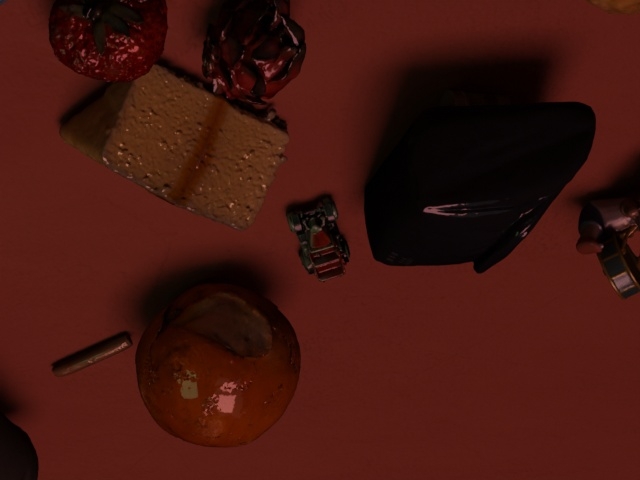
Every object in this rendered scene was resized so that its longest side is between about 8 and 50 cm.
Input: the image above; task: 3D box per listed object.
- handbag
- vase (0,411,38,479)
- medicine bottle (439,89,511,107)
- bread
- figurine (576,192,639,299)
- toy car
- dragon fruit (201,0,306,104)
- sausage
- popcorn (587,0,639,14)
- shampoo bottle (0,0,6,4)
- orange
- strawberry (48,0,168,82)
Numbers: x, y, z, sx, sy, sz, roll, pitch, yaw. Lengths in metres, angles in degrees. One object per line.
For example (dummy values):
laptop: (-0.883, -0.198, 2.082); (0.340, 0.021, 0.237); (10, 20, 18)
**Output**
handbag: (0.215, -0.054, 1.852); (0.275, 0.178, 0.302); (-2, 165, -11)
vase: (-0.537, 0.305, 2.071); (0.245, 0.245, 0.291); (-20, 151, 7)
medicine bottle: (0.201, -0.170, 1.852); (0.083, 0.047, 0.047); (0, 142, -23)
bread: (-0.177, -0.104, 1.752); (0.178, 0.142, 0.266); (-23, 146, 37)
figurine: (0.508, -0.035, 2.063); (0.275, 0.158, 0.161); (-31, 152, 22)
toy car: (0.000, 0.000, 2.002); (0.073, 0.054, 0.143); (-17, 146, 0)
dragon fruit: (-0.076, -0.219, 1.614); (0.121, 0.130, 0.142); (-33, -160, -31)
sausage: (-0.342, 0.173, 2.134); (0.132, 0.024, 0.024); (-25, 144, 11)
popcorn: (0.321, -0.350, 1.533); (0.191, 0.190, 0.253); (-25, 149, 24)
shampoo bottle: (-0.363, -0.275, 1.475); (0.258, 0.061, 0.104); (-30, 142, 20)
orange: (-0.145, 0.176, 2.036); (0.240, 0.240, 0.240); (-11, 145, -8)
strawberry: (-0.230, -0.220, 1.552); (0.131, 0.131, 0.148); (-6, 136, -14)
